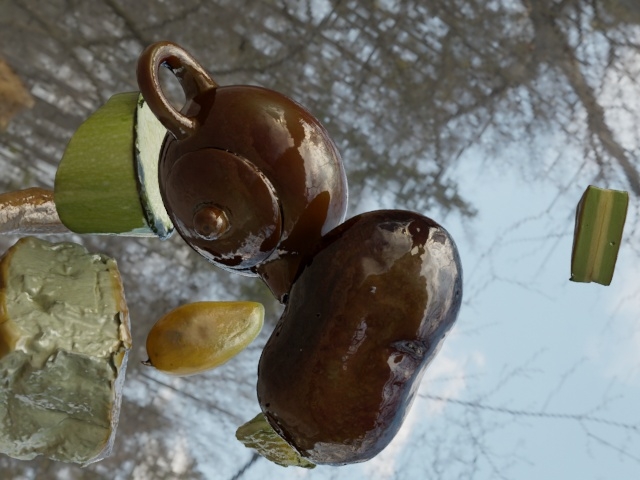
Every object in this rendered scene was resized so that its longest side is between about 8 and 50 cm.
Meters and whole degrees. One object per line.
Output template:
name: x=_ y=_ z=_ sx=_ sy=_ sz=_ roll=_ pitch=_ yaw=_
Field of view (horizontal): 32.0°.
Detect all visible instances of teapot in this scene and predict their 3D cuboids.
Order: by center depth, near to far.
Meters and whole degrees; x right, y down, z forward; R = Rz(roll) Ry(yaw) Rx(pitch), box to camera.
teapot: x=-0.079 y=-0.058 z=0.959 sx=0.178 sy=0.252 sz=0.135 roll=-26 pitch=-165 yaw=32

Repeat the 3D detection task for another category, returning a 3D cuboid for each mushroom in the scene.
mushroom: x=0.028 y=0.065 z=0.996 sx=0.227 sy=0.148 sz=0.217 roll=-57 pitch=-171 yaw=8

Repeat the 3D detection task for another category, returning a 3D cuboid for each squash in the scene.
squash: x=-0.272 y=-0.109 z=1.567 sx=0.133 sy=0.220 sz=0.220 roll=0 pitch=-127 yaw=14

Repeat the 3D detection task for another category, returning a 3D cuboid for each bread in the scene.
bread: x=-0.389 y=0.153 z=1.590 sx=0.279 sy=0.225 sz=0.250 roll=-102 pitch=-158 yaw=-52
bread: x=0.444 y=-0.006 z=1.780 sx=0.084 sy=0.074 sz=0.139 roll=88 pitch=13 yaw=-70

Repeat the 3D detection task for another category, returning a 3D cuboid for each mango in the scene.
mango: x=-0.163 y=0.132 z=1.555 sx=0.066 sy=0.187 sz=0.101 roll=99 pitch=-29 yaw=-65

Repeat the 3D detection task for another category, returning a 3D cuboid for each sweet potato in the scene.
sweet potato: x=-0.575 y=-0.051 z=2.204 sx=0.092 sy=0.341 sz=0.114 roll=-46 pitch=-117 yaw=38

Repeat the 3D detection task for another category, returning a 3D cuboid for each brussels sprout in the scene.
brussels sprout: x=-0.063 y=0.361 z=2.093 sx=0.139 sy=0.181 sz=0.100 roll=87 pitch=19 yaw=-53
